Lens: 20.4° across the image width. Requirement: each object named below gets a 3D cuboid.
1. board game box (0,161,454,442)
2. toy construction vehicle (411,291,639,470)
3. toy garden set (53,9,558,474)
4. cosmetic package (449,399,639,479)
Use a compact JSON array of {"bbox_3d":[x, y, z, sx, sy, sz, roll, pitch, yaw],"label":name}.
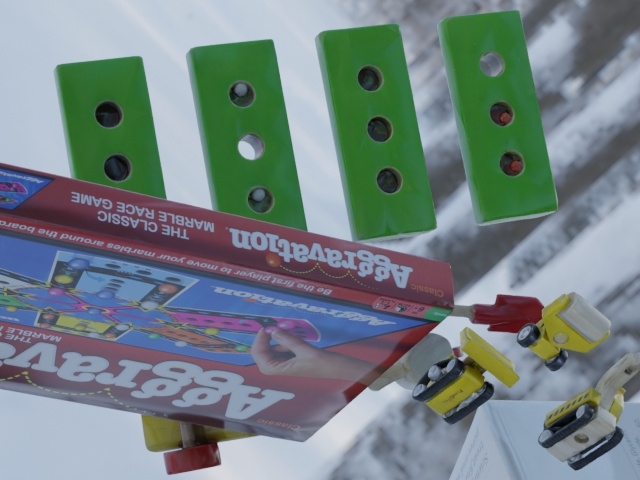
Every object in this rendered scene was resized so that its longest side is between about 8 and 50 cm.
[{"bbox_3d":[-0.102,0.024,0.736,0.281,0.145,0.027,12,58,-23],"label":"board game box"},{"bbox_3d":[0.104,0.059,0.812,0.086,0.098,0.035,35,38,-16],"label":"toy construction vehicle"},{"bbox_3d":[0.000,0.000,0.899,0.049,0.244,0.204,151,-70,-71],"label":"toy garden set"},{"bbox_3d":[0.167,0.190,0.959,0.183,0.151,0.151,4,38,-18],"label":"cosmetic package"}]
